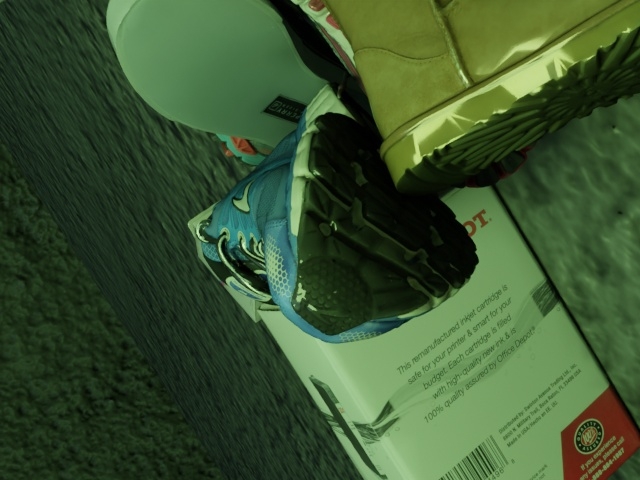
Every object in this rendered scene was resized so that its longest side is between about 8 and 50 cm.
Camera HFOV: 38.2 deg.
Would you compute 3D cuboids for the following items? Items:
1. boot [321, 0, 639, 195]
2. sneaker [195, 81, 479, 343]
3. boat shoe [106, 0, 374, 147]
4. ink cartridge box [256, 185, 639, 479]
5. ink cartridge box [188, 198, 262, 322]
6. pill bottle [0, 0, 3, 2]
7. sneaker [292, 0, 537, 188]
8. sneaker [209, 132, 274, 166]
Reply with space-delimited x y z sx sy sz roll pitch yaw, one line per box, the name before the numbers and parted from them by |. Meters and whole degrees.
boot | 0.081 -0.190 0.488 0.089 0.236 0.269 17 -130 -65
sneaker | 0.000 0.000 0.596 0.130 0.147 0.330 41 -168 -9
boat shoe | -0.056 -0.150 0.704 0.306 0.113 0.105 10 -136 -56
ink cartridge box | 0.107 0.110 0.764 0.272 0.197 0.114 59 158 -9
ink cartridge box | -0.090 0.011 1.161 0.143 0.092 0.090 47 158 22
pill bottle | -0.301 -0.324 1.010 0.087 0.160 0.087 43 156 25
sneaker | 0.036 -0.165 0.631 0.299 0.121 0.112 62 -175 -1
sneaker | -0.068 -0.163 0.847 0.262 0.125 0.104 45 -154 -51
